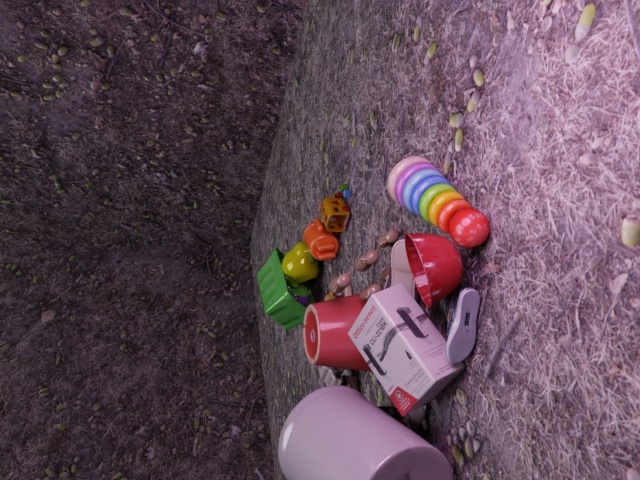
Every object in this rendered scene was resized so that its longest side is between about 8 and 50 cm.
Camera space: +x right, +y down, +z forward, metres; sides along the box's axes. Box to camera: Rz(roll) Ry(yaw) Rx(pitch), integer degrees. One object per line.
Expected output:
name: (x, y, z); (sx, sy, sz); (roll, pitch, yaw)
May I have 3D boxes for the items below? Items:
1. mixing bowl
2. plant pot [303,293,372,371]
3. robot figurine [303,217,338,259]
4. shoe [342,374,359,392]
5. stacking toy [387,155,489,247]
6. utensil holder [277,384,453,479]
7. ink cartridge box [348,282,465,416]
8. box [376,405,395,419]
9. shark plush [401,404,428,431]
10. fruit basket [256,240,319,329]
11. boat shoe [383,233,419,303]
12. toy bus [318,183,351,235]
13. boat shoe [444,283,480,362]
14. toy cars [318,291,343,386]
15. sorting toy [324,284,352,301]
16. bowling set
mixing bowl: (0.273, 0.058, 1.237); (0.181, 0.098, 0.181); (-16, -90, -90)
plant pot: (0.083, 0.305, 1.736); (0.275, 0.243, 0.275); (180, 90, -73)
robot figurine: (0.000, 0.002, 2.216); (0.128, 0.158, 0.219); (-43, 32, 10)
shoe: (0.125, 0.598, 1.918); (0.076, 0.058, 0.219); (-36, 56, 44)
stacking toy: (0.296, -0.090, 1.284); (0.330, 0.141, 0.141); (-128, 41, -54)
utensil holder: (0.113, 0.611, 1.408); (0.385, 0.327, 0.327); (14, 103, 60)
ink cartridge box: (0.212, 0.280, 1.372); (0.273, 0.114, 0.197); (55, 142, 29)
box: (0.197, 0.560, 1.675); (0.083, 0.052, 0.062); (142, 128, -67)
shark plush: (0.266, 0.449, 1.460); (0.067, 0.073, 0.161); (-41, -48, -72)
fruit basket: (-0.105, 0.173, 2.459); (0.392, 0.283, 0.392); (-27, 39, 24)
boat shoe: (0.238, 0.139, 1.514); (0.095, 0.112, 0.335); (-35, -43, -61)
toy bus: (0.045, -0.124, 2.112); (0.202, 0.104, 0.191); (155, 115, -71)
boat shoe: (0.328, 0.193, 1.256); (0.083, 0.065, 0.183); (-138, 58, -74)
toy cars: (0.032, 0.370, 1.997); (0.176, 0.087, 0.393); (153, 122, -71)
sorting toy: (0.087, 0.339, 2.079); (0.229, 0.041, 0.307); (138, 130, -61)
bowling set: (0.185, 0.111, 1.600); (0.200, 0.287, 0.154); (45, 164, 2)
